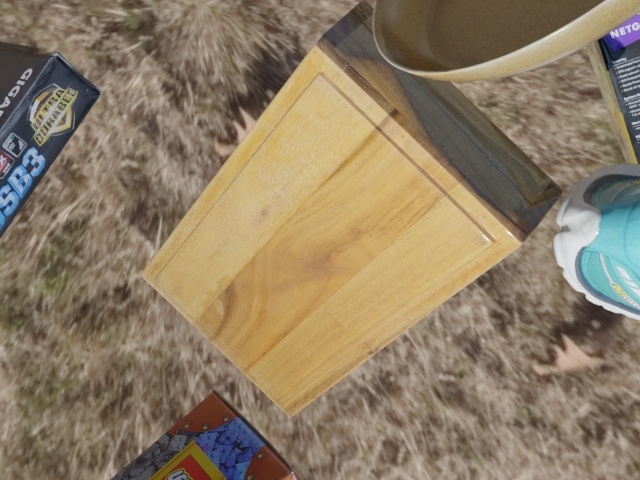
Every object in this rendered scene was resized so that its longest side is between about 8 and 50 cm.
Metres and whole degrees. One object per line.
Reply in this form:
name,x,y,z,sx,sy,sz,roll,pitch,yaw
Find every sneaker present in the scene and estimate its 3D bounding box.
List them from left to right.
sneaker,0.259,0.024,0.637,0.275,0.110,0.107,9,88,-11

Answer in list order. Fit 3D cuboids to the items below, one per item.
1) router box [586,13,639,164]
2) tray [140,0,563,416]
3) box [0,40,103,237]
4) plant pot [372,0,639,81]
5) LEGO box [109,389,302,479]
router box,0.303,-0.147,1.132,0.081,0.309,0.243,-18,113,13
tray,0.000,0.000,1.024,0.203,0.411,0.076,44,55,-1
box,-0.382,-0.063,1.197,0.073,0.293,0.296,40,77,-36
plant pot,0.128,-0.166,0.626,0.236,0.236,0.032,-45,119,4
LEGO box,-0.103,0.477,1.369,0.372,0.193,0.500,-40,127,-11
